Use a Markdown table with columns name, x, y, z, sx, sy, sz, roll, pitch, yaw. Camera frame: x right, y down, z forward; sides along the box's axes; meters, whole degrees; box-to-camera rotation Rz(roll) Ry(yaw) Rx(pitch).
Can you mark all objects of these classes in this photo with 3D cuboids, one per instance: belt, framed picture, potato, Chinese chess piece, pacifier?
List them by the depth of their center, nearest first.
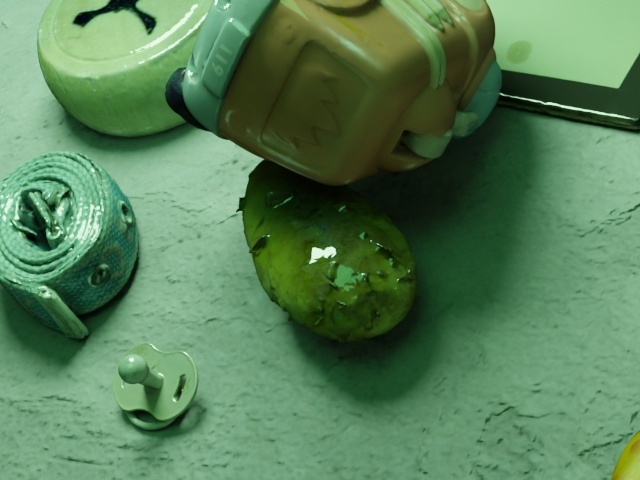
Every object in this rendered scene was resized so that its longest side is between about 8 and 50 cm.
| name | x | y | z | sx | sy | sz | roll | pitch | yaw |
| --- | --- | --- | --- | --- | --- | --- | --- | --- | --- |
| pacifier | -0.141 | 0.114 | 1.041 | 0.083 | 0.064 | 0.068 | 11 | 74 | 32 |
| potato | 0.000 | 0.000 | 1.057 | 0.117 | 0.090 | 0.225 | -19 | 41 | -14 |
| belt | -0.239 | -0.007 | 1.179 | 0.163 | 0.082 | 0.148 | 22 | 67 | 38 |
| framed picture | 0.194 | -0.229 | 1.222 | 0.347 | 0.016 | 0.265 | 15 | 59 | 33 |
| Chinese chess piece | -0.172 | -0.212 | 1.321 | 0.237 | 0.092 | 0.238 | -12 | 47 | 13 |

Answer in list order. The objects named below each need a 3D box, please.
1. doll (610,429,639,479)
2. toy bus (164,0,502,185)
| name | x | y | z | sx | sy | sz | roll | pitch | yaw |
| --- | --- | --- | --- | --- | --- | --- | --- | --- | --- |
| doll | 0.183 | 0.218 | 0.738 | 0.269 | 0.162 | 0.167 | -41 | 70 | 1 |
| toy bus | 0.031 | -0.159 | 1.074 | 0.232 | 0.194 | 0.287 | 36 | 33 | 14 |
